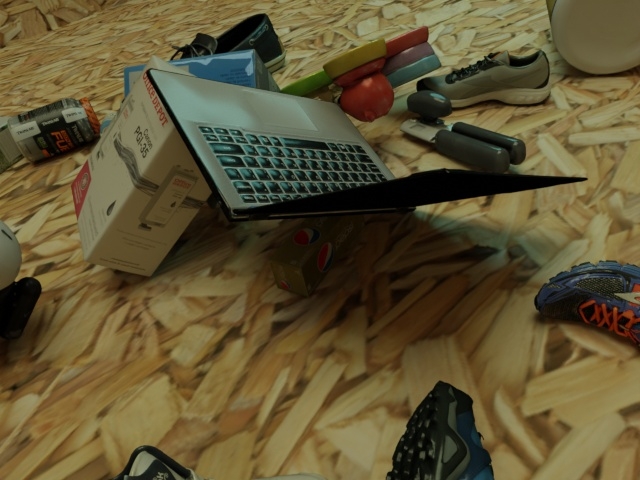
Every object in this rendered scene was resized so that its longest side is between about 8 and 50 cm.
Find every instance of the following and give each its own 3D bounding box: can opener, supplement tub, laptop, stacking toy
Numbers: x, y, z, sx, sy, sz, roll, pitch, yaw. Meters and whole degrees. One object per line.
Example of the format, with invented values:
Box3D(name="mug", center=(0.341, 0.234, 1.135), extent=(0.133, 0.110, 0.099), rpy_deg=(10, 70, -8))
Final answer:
Box3D(name="can opener", center=(0.246, -0.208, 0.945), extent=(0.076, 0.095, 0.283), rpy_deg=(-28, 34, -17))
Box3D(name="supplement tub", center=(-0.650, -0.279, 1.271), extent=(0.191, 0.116, 0.117), rpy_deg=(-25, 40, -14))
Box3D(name="laptop", center=(0.058, -0.148, 0.674), extent=(0.382, 0.236, 0.407), rpy_deg=(-6, 55, -47))
Box3D(name="stacking toy", center=(0.088, -0.314, 1.063), extent=(0.280, 0.130, 0.309), rpy_deg=(-11, 18, 47))
Box3D(name="supplement tub", center=(0.627, -0.539, 1.128), extent=(0.241, 0.240, 0.331), rpy_deg=(2, 41, 18))

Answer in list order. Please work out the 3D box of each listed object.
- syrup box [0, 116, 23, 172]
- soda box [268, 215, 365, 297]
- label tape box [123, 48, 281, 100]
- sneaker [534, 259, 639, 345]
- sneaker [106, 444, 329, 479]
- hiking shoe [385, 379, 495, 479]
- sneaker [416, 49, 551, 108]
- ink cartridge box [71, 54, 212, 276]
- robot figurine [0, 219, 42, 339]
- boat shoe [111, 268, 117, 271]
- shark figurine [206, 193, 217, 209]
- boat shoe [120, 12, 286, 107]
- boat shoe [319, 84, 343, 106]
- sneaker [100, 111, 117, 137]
Box3D(name="syrup box", center=(-0.832, -0.204, 1.249), extent=(0.097, 0.093, 0.236), rpy_deg=(7, 43, 23))
Box3D(name="soda box", center=(0.000, 0.000, 0.788), extent=(0.058, 0.061, 0.181), rpy_deg=(13, 45, 30))
Box3D(name="label tape box", center=(-0.208, -0.263, 1.076), extent=(0.249, 0.115, 0.348), rpy_deg=(-5, -6, 8))
Box3D(name="sneaker", center=(0.360, 0.080, 0.578), extent=(0.221, 0.083, 0.087), rpy_deg=(1, 48, 22))
Box3D(name="sneaker", center=(-0.106, 0.240, 0.451), extent=(0.235, 0.153, 0.094), rpy_deg=(-12, 40, 2))
Box3D(name="hiking shoe", center=(0.127, 0.258, 0.428), extent=(0.132, 0.113, 0.304), rpy_deg=(22, 35, -4))
Box3D(name="sneaker", center=(0.338, -0.344, 1.080), extent=(0.272, 0.107, 0.100), rpy_deg=(0, 42, 18))
Box3D(name="ink cartridge box", center=(-0.269, -0.117, 0.819), extent=(0.283, 0.117, 0.207), rpy_deg=(-49, 47, 20))
Box3D(name="robot figurine", center=(-0.533, 0.076, 0.705), extent=(0.174, 0.278, 0.209), rpy_deg=(37, 14, 11))
Box3D(name="boat shoe", center=(-0.367, 0.003, 0.900), extent=(0.042, 0.048, 0.133), rpy_deg=(-32, 49, -16))
Box3D(name="shark figurine", center=(-0.106, -0.119, 0.924), extent=(0.279, 0.166, 0.116), rpy_deg=(8, 10, -15))
Box3D(name="boat shoe", center=(-0.317, -0.471, 1.385), extent=(0.500, 0.155, 0.187), rpy_deg=(-33, 44, -21))
Box3D(name="boat shoe", center=(0.048, -0.329, 1.188), extent=(0.136, 0.050, 0.045), rpy_deg=(16, 41, 31))
Box3D(name="sneaker", center=(-0.424, -0.280, 1.233), extent=(0.238, 0.085, 0.086), rpy_deg=(-11, 69, 21))
